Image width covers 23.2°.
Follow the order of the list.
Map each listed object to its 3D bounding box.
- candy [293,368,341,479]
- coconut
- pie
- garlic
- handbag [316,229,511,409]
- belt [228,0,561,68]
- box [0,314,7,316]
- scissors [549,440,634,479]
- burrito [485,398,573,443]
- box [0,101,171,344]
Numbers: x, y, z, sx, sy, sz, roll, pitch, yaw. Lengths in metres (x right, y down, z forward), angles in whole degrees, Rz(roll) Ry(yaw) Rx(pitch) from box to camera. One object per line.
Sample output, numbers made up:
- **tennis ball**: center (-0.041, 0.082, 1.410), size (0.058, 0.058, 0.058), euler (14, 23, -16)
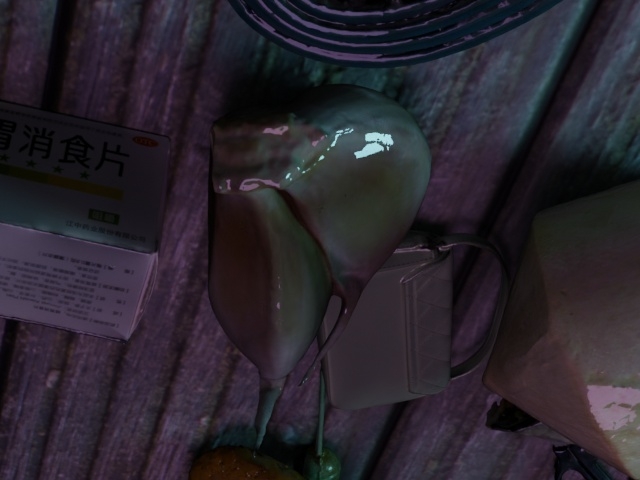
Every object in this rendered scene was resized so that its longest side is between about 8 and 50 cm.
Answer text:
- **candy**: center (-0.002, 0.231, 1.925), size (0.061, 0.061, 0.202), euler (3, 128, 0)
- **coconut**: center (0.315, 0.093, 1.582), size (0.329, 0.328, 0.328), euler (1, 136, 1)
- **pie**: center (-0.050, 0.355, 1.994), size (0.273, 0.069, 0.273), euler (19, 151, 11)
- **garlic**: center (0.000, 0.000, 1.544), size (0.232, 0.246, 0.340), euler (-6, 117, -4)
- **handbag**: center (0.102, 0.083, 1.745), size (0.219, 0.079, 0.256), euler (-8, 136, -4)
- **belt**: center (0.097, -0.321, 1.251), size (0.437, 0.173, 0.300), euler (-34, 123, 31)
- **box**: center (-0.291, 0.047, 1.699), size (0.154, 0.040, 0.084), euler (0, 143, -42)
- **scissors**: center (0.297, 0.244, 1.934), size (0.109, 0.022, 0.300), euler (-27, 128, 23)
- **burrito**: center (0.382, 0.180, 1.809), size (0.348, 0.107, 0.175), euler (13, 120, -13)
- **box**: center (-0.327, -0.033, 1.570), size (0.333, 0.173, 0.145), euler (12, 133, -10)
